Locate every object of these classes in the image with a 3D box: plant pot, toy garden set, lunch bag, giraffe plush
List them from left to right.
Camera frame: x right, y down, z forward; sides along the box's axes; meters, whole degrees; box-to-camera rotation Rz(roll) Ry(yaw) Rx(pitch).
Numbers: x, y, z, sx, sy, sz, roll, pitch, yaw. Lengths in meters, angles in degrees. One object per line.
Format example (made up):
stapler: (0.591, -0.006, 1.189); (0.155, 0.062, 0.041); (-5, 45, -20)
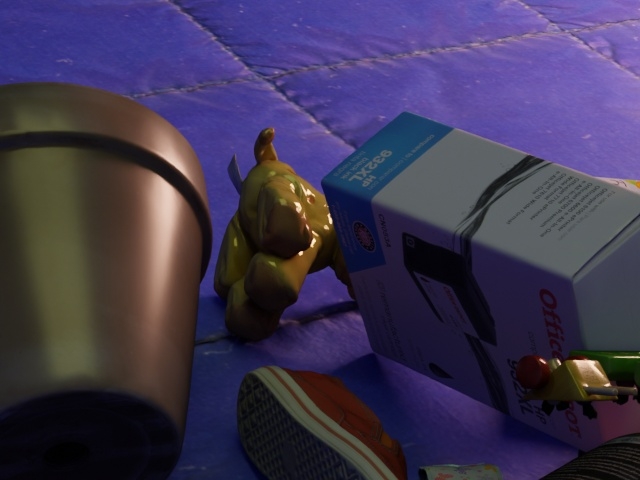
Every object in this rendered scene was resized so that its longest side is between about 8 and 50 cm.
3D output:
plant pot: (-0.230, 0.077, 1.660); (0.323, 0.323, 0.280); (-2, 48, -18)
giraffe plush: (0.000, 0.000, 1.962); (0.170, 0.181, 0.210); (12, 45, -19)
lunch bag: (0.124, 0.227, 1.701); (0.071, 0.053, 0.083); (0, 40, -12)
toy garden set: (0.294, 0.127, 1.559); (0.203, 0.049, 0.244); (4, 3, -45)

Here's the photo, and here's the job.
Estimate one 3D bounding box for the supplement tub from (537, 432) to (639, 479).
supplement tub: (0.212, 0.272, 1.488); (0.207, 0.207, 0.338); (31, 37, 34)

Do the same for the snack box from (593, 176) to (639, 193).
snack box: (0.317, -0.035, 2.230); (0.141, 0.037, 0.100); (5, 30, -8)

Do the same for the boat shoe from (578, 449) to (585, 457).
boat shoe: (0.340, 0.208, 1.771); (0.228, 0.080, 0.076); (18, 37, 18)

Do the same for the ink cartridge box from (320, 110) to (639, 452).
ink cartridge box: (0.170, 0.038, 1.804); (0.129, 0.223, 0.307); (-39, 41, -28)

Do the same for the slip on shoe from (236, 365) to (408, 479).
slip on shoe: (0.036, 0.205, 1.658); (0.101, 0.123, 0.331); (-2, 26, -27)
